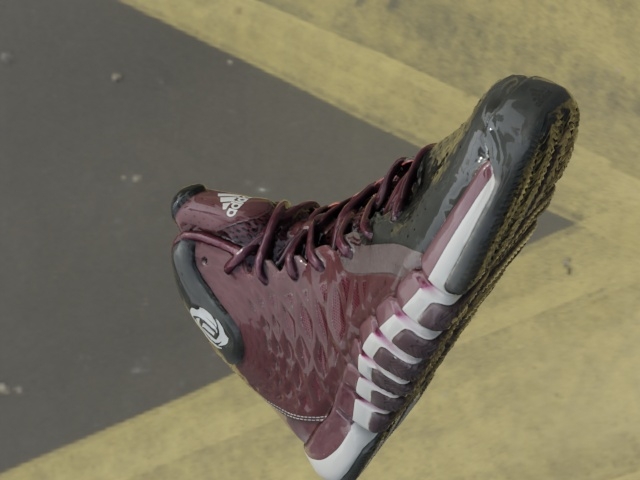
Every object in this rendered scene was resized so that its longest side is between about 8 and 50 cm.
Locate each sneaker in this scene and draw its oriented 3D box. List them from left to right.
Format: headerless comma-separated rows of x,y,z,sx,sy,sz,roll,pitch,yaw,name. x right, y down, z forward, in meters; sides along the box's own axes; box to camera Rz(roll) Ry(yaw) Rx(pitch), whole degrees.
0.000,0.000,0.608,0.162,0.106,0.281,37,135,11,sneaker
